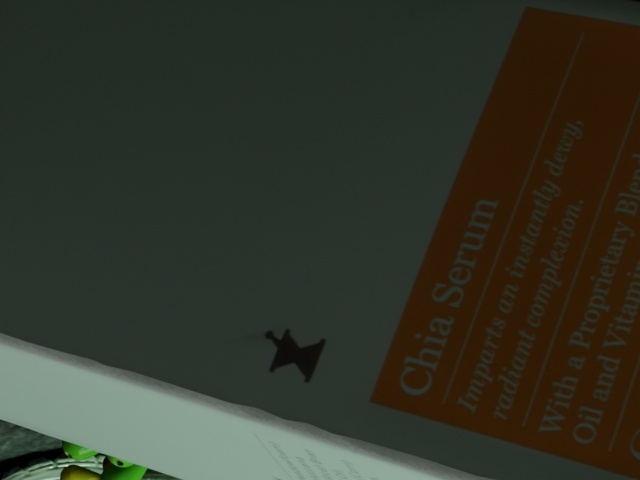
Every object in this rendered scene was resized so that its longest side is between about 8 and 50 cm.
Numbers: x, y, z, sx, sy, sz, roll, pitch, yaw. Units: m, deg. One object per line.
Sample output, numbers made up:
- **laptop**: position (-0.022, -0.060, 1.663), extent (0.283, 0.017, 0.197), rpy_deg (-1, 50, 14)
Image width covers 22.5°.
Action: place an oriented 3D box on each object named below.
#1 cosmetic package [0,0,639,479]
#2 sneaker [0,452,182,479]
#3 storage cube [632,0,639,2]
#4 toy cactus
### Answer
- **cosmetic package**: position (0.000, 0.000, 0.751), extent (0.453, 0.230, 0.161), rpy_deg (13, 158, 24)
- **sneaker**: position (-0.173, 0.253, 1.389), extent (0.283, 0.122, 0.110), rpy_deg (-3, 146, -24)
- **storage cube**: position (0.251, -0.162, 0.775), extent (0.215, 0.193, 0.184), rpy_deg (-43, 140, -41)
- **toy cactus**: position (-0.098, 0.160, 1.286), extent (0.219, 0.112, 0.180), rpy_deg (-20, 176, 35)
